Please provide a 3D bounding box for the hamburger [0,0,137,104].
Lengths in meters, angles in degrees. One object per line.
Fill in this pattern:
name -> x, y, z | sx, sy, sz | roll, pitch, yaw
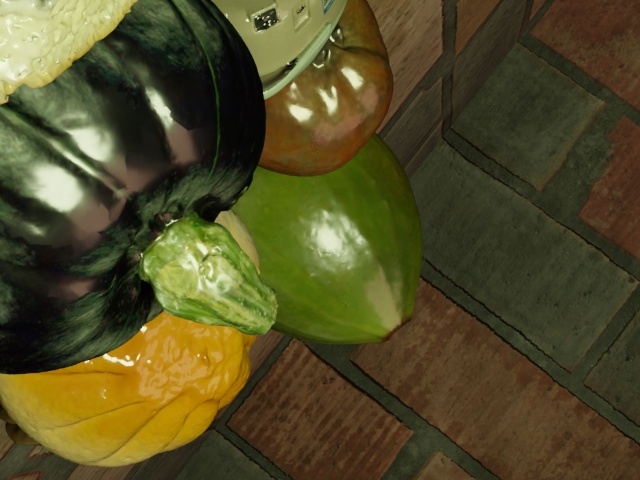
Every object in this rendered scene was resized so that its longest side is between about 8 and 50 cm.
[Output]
hamburger -> -0.163, -0.153, 0.399 | 0.282, 0.245, 0.155 | -10, 129, -31

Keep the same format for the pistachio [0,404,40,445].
pistachio -> -0.255, 0.154, 1.136 | 0.261, 0.162, 0.213 | -19, -173, -36

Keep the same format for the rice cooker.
rice cooker -> -0.055, -0.210, 0.796 | 0.206, 0.145, 0.127 | -59, 166, -25

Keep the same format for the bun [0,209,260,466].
bun -> -0.161, 0.086, 0.937 | 0.299, 0.165, 0.298 | -19, 119, -38

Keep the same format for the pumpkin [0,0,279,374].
pumpkin -> -0.146, -0.033, 0.635 | 0.296, 0.296, 0.296 | -50, 170, -13

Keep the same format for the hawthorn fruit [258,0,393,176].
hawthorn fruit -> -0.037, -0.153, 0.992 | 0.199, 0.199, 0.251 | -48, -176, -23

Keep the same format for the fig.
fig -> 0.000, 0.000, 1.271 | 0.316, 0.316, 0.316 | -50, 170, -13
